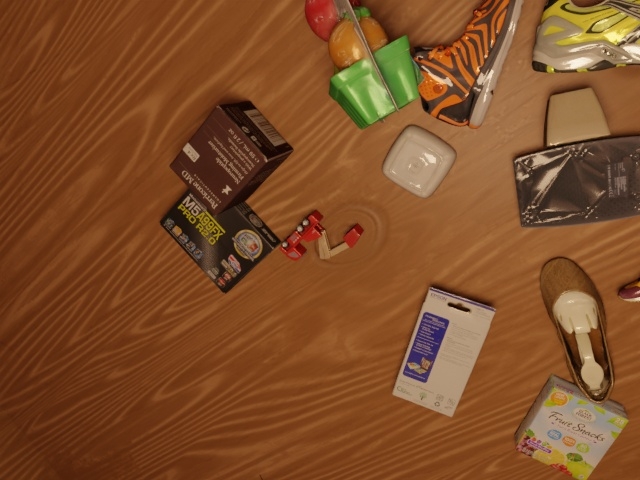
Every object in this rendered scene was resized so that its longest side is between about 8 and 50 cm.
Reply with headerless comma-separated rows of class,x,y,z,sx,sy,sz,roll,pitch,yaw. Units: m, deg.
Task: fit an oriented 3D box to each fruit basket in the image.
fruit basket,0.065,-0.399,0.962,0.165,0.327,0.353,-22,98,4

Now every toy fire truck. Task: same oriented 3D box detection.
toy fire truck,0.000,0.000,1.261,0.135,0.047,0.192,44,117,-1

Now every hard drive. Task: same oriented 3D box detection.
hard drive,0.539,-0.120,1.030,0.255,0.054,0.172,-8,107,21

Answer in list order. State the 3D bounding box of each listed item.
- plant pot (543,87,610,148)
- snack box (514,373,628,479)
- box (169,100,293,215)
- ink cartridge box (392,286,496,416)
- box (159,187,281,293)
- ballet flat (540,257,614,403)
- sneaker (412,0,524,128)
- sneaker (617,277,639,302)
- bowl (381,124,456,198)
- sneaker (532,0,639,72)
plant pot,0.494,-0.241,0.982,0.109,0.109,0.096,-8,95,21
snack box,0.596,0.451,1.204,0.175,0.070,0.207,22,112,11
box,-0.209,-0.199,1.196,0.168,0.167,0.203,47,116,-1
ink cartridge box,0.303,0.270,1.244,0.165,0.065,0.332,20,115,12
box,-0.271,-0.022,1.338,0.216,0.060,0.270,-41,92,26
ballet flat,0.573,0.209,1.097,0.116,0.124,0.342,-14,103,22
sneaker,0.280,-0.392,0.987,0.180,0.124,0.321,19,113,11
sneaker,0.705,0.062,1.039,0.186,0.069,0.083,-27,89,19
bowl,0.217,-0.174,1.125,0.142,0.053,0.142,33,115,7
sneaker,0.583,-0.382,0.878,0.385,0.145,0.147,0,109,17
